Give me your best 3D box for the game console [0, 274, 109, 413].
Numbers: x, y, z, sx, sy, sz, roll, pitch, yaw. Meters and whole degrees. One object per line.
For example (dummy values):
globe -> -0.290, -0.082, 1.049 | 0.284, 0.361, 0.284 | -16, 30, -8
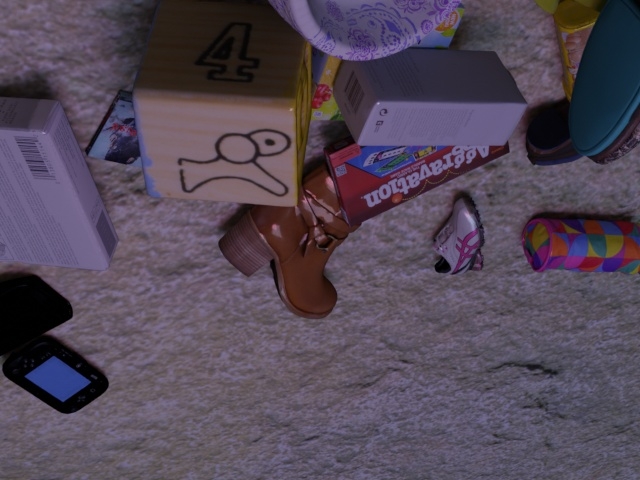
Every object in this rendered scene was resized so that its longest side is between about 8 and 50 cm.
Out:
game console -> -0.467, 0.184, 1.925 | 0.213, 0.044, 0.361 | -28, 141, 11

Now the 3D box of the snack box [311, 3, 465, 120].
snack box -> 0.078, -0.259, 1.604 | 0.175, 0.070, 0.207 | -1, 139, -24

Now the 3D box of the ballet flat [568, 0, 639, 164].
ballet flat -> 0.402, -0.279, 1.307 | 0.182, 0.164, 0.482 | -9, 136, -7

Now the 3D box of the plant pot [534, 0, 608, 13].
plant pot -> 0.342, -0.412, 1.421 | 0.207, 0.227, 0.228 | -4, 140, -9

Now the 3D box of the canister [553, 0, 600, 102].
canister -> 0.408, -0.284, 1.712 | 0.126, 0.073, 0.170 | -22, 140, 3

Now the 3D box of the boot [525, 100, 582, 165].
boot -> 0.419, -0.186, 1.852 | 0.219, 0.082, 0.106 | -22, 163, -4

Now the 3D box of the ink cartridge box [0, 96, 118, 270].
ink cartridge box -> -0.443, -0.075, 1.611 | 0.261, 0.066, 0.296 | 4, 143, 12

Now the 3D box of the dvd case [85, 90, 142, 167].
dvd case -> -0.264, -0.153, 1.634 | 0.087, 0.013, 0.119 | 12, 131, -33

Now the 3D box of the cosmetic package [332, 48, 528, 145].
cosmetic package -> 0.145, -0.191, 1.568 | 0.231, 0.117, 0.085 | 0, 138, -25

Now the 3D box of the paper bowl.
paper bowl -> 0.051, -0.367, 1.372 | 0.284, 0.148, 0.284 | -23, 139, -21

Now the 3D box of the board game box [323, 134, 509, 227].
board game box -> 0.148, -0.135, 1.753 | 0.281, 0.027, 0.145 | -26, 132, -10

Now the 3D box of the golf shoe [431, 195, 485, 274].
golf shoe -> 0.231, 0.000, 1.977 | 0.086, 0.067, 0.186 | -14, 141, -5

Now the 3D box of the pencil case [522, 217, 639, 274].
pencil case -> 0.471, 0.014, 2.073 | 0.236, 0.104, 0.104 | 5, 135, -25

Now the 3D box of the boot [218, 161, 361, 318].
boot -> 0.000, 0.000, 1.871 | 0.220, 0.109, 0.283 | -37, 131, 15

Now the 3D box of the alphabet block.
alphabet block -> -0.116, -0.174, 1.486 | 0.197, 0.193, 0.192 | 5, 141, 3
